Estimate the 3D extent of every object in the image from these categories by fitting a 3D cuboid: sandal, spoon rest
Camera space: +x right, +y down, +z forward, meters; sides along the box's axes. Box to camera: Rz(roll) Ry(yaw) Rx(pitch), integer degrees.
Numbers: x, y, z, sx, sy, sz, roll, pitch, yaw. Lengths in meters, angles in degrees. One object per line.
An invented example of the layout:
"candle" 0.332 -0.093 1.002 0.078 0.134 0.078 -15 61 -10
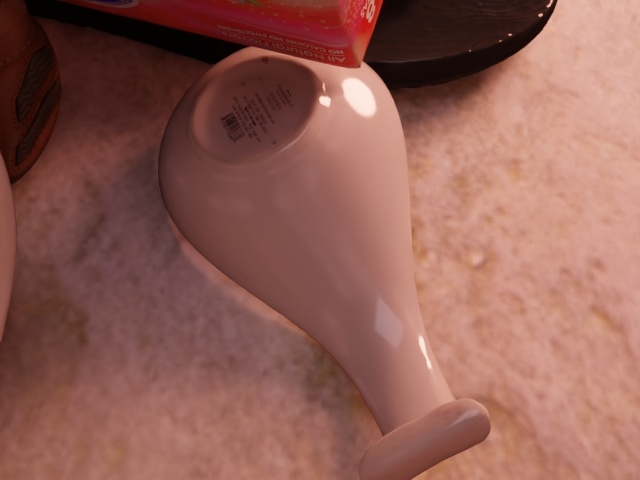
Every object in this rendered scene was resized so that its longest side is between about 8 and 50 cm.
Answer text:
"sandal" -0.063 -0.195 0.556 0.445 0.107 0.168 8 56 -1
"spoon rest" 0.000 0.000 0.452 0.137 0.084 0.276 -28 53 3

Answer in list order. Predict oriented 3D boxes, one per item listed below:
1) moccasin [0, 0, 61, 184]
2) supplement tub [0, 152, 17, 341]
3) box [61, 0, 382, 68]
"moccasin" -0.325 -0.127 0.457 0.380 0.147 0.139 18 56 6
"supplement tub" -0.310 0.005 0.336 0.338 0.207 0.207 12 56 1
"box" -0.109 -0.204 0.436 0.300 0.154 0.142 16 81 13
